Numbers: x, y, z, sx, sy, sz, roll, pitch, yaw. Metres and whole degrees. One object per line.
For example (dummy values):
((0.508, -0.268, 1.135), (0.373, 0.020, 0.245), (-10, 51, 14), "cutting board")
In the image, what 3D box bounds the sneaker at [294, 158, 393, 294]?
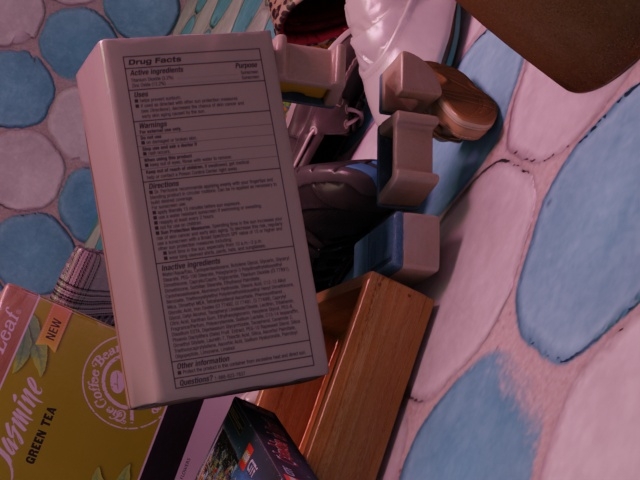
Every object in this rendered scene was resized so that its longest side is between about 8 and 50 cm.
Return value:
((0.000, 0.000, 1.474), (0.341, 0.125, 0.139), (-27, 68, 61), "sneaker")

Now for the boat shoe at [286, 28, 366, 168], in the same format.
((-0.008, -0.104, 1.681), (0.335, 0.095, 0.112), (-56, -18, 15), "boat shoe")

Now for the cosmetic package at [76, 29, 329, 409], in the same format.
((-0.106, -0.017, 1.188), (0.113, 0.160, 0.309), (153, 109, -66), "cosmetic package")

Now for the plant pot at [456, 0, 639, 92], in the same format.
((0.155, -0.279, 1.092), (0.237, 0.254, 0.237), (-56, 19, 30), "plant pot")

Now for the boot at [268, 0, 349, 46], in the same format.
((0.061, -0.439, 1.809), (0.377, 0.138, 0.284), (-23, 56, 15), "boot")

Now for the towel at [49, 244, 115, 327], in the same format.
((-0.308, 0.158, 1.954), (0.312, 0.056, 0.324), (-63, -25, 8), "towel")

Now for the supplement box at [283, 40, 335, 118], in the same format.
((-0.023, -0.222, 1.895), (0.233, 0.078, 0.080), (-67, 19, -6), "supplement box")

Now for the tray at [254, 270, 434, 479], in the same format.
((-0.029, 0.241, 1.213), (0.203, 0.076, 0.411), (-27, 39, 65), "tray")

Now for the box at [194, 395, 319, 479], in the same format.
((-0.068, 0.238, 1.125), (0.159, 0.044, 0.233), (-64, 16, 3), "box")

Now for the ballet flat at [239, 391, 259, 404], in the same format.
((-0.061, 0.197, 1.380), (0.080, 0.073, 0.232), (-44, 25, 49), "ballet flat")

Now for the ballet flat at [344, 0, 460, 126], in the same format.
((0.096, -0.292, 1.524), (0.139, 0.139, 0.400), (-36, 33, 59), "ballet flat")

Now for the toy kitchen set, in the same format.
((0.014, -0.065, 1.260), (0.122, 0.166, 0.207), (137, 138, -67), "toy kitchen set")

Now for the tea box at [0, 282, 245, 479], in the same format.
((-0.269, 0.273, 1.459), (0.220, 0.323, 0.329), (-37, 31, 65), "tea box")

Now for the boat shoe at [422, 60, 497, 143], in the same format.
((0.126, -0.122, 1.312), (0.170, 0.063, 0.059), (-104, 29, -66), "boat shoe")
